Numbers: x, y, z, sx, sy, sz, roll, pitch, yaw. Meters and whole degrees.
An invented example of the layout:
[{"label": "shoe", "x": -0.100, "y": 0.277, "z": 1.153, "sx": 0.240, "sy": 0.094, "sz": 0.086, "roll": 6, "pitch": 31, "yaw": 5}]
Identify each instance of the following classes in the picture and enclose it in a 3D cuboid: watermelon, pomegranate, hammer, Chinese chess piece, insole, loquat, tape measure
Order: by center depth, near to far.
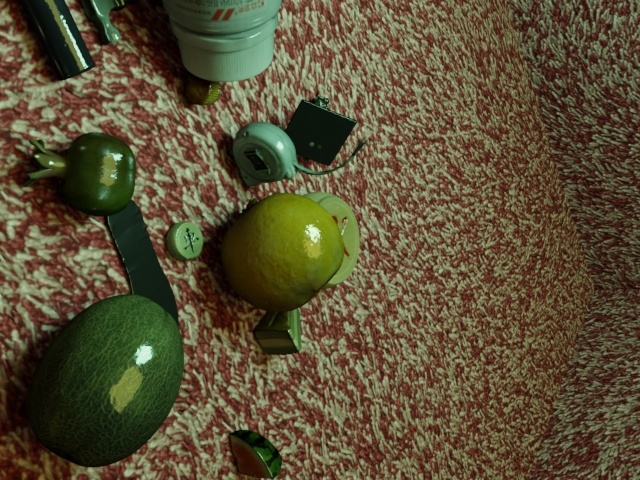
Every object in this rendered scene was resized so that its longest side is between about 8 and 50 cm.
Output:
[{"label": "pomegranate", "x": -0.431, "y": -0.121, "z": 1.319, "sx": 0.191, "sy": 0.131, "sz": 0.152, "roll": 4, "pitch": 90, "yaw": -29}, {"label": "hammer", "x": -0.382, "y": -0.498, "z": 1.464, "sx": 0.226, "sy": 0.041, "sz": 0.159, "roll": -42, "pitch": 121, "yaw": -44}, {"label": "insole", "x": -0.355, "y": 0.083, "z": 1.482, "sx": 0.119, "sy": 0.009, "sz": 0.349, "roll": -33, "pitch": 114, "yaw": -50}, {"label": "Chinese chess piece", "x": -0.287, "y": 0.001, "z": 1.553, "sx": 0.084, "sy": 0.034, "sz": 0.084, "roll": 8, "pitch": 80, "yaw": -51}, {"label": "tape measure", "x": -0.061, "y": -0.199, "z": 1.618, "sx": 0.164, "sy": 0.330, "sz": 0.084, "roll": 54, "pitch": 46, "yaw": -32}, {"label": "loquat", "x": -0.088, "y": 0.017, "z": 1.630, "sx": 0.274, "sy": 0.274, "sz": 0.275, "roll": 5, "pitch": 83, "yaw": -52}, {"label": "watermelon", "x": -0.149, "y": 0.497, "z": 1.656, "sx": 0.094, "sy": 0.135, "sz": 0.125, "roll": -46, "pitch": 135, "yaw": 1}, {"label": "Chinese chess piece", "x": 0.000, "y": 0.000, "z": 1.869, "sx": 0.250, "sy": 0.097, "sz": 0.251, "roll": 4, "pitch": 85, "yaw": -52}]

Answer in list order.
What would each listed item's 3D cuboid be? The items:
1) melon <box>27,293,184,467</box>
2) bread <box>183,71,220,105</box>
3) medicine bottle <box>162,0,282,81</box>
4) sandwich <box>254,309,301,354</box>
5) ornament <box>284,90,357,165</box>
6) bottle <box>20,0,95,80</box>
[{"label": "melon", "x": -0.363, "y": 0.237, "z": 1.274, "sx": 0.237, "sy": 0.237, "sz": 0.302, "roll": 54, "pitch": 49, "yaw": -35}, {"label": "bread", "x": -0.259, "y": -0.331, "z": 1.574, "sx": 0.053, "sy": 0.085, "sz": 0.085, "roll": -1, "pitch": 88, "yaw": -57}, {"label": "medicine bottle", "x": -0.197, "y": -0.501, "z": 1.472, "sx": 0.245, "sy": 0.245, "sz": 0.306, "roll": -57, "pitch": 159, "yaw": -37}, {"label": "sandwich", "x": -0.066, "y": 0.194, "z": 1.758, "sx": 0.163, "sy": 0.113, "sz": 0.079, "roll": -49, "pitch": 124, "yaw": -43}, {"label": "ornament", "x": -0.017, "y": -0.318, "z": 1.875, "sx": 0.153, "sy": 0.166, "sz": 0.196, "roll": 20, "pitch": 38, "yaw": -20}, {"label": "bottle", "x": -0.483, "y": -0.412, "z": 1.300, "sx": 0.082, "sy": 0.072, "sz": 0.245, "roll": -30, "pitch": 113, "yaw": -17}]
